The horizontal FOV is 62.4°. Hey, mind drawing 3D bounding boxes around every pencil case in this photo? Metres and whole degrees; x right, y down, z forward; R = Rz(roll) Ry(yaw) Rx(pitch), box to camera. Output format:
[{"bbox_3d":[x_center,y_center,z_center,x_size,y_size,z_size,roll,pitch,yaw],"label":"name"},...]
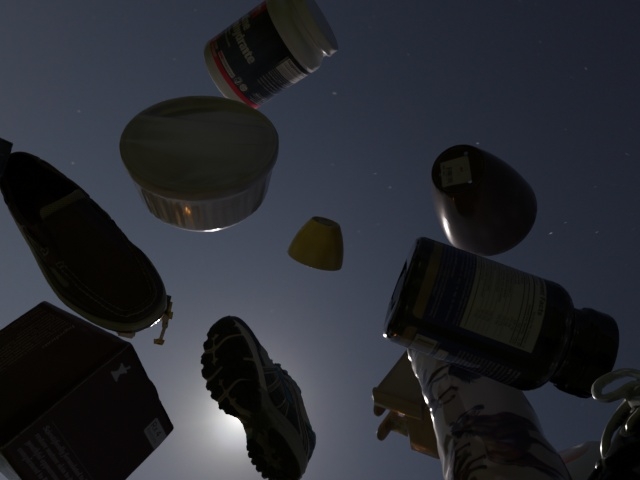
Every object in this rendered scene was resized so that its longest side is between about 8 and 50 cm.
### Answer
[{"bbox_3d":[0.235,0.255,0.758,0.160,0.410,0.183,-24,-68,9],"label":"pencil case"}]

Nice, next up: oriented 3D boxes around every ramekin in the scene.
[{"bbox_3d":[-0.210,-0.134,0.950,0.273,0.273,0.127,39,-35,25],"label":"ramekin"}]

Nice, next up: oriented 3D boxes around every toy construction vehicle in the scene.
[{"bbox_3d":[-0.275,0.109,0.835,0.035,0.086,0.098,-25,-131,42],"label":"toy construction vehicle"}]

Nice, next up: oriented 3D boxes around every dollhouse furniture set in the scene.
[{"bbox_3d":[0.209,0.382,1.139,0.212,0.161,0.242,8,-62,35],"label":"dollhouse furniture set"}]

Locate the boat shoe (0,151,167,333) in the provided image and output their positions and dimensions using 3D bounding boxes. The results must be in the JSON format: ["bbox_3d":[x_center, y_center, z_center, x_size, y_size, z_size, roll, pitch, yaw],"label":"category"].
[{"bbox_3d":[-0.264,-0.006,0.558,0.257,0.095,0.095,36,-33,22],"label":"boat shoe"}]

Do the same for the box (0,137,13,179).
[{"bbox_3d":[-0.398,-0.017,0.528,0.147,0.078,0.180,-14,-120,42],"label":"box"}]

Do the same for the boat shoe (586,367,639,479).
[{"bbox_3d":[0.219,0.122,0.304,0.113,0.306,0.104,-37,-119,54],"label":"boat shoe"}]

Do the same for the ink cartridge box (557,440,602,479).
[{"bbox_3d":[0.361,0.316,0.725,0.045,0.145,0.179,55,-39,23],"label":"ink cartridge box"}]

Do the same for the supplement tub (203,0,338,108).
[{"bbox_3d":[-0.116,-0.447,1.238,0.272,0.191,0.191,-28,-101,19],"label":"supplement tub"}]

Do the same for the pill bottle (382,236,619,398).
[{"bbox_3d":[0.188,0.087,0.570,0.219,0.123,0.122,20,-72,6],"label":"pill bottle"}]

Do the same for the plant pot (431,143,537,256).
[{"bbox_3d":[0.322,-0.101,1.114,0.215,0.230,0.215,-12,-114,28],"label":"plant pot"}]

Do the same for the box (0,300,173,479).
[{"bbox_3d":[-0.333,0.209,0.666,0.203,0.167,0.168,13,-50,34],"label":"box"}]

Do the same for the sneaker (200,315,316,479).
[{"bbox_3d":[-0.096,0.250,0.871,0.110,0.122,0.283,-23,-89,26],"label":"sneaker"}]

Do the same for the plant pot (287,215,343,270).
[{"bbox_3d":[0.000,0.000,1.227,0.134,0.134,0.095,27,-71,30],"label":"plant pot"}]
